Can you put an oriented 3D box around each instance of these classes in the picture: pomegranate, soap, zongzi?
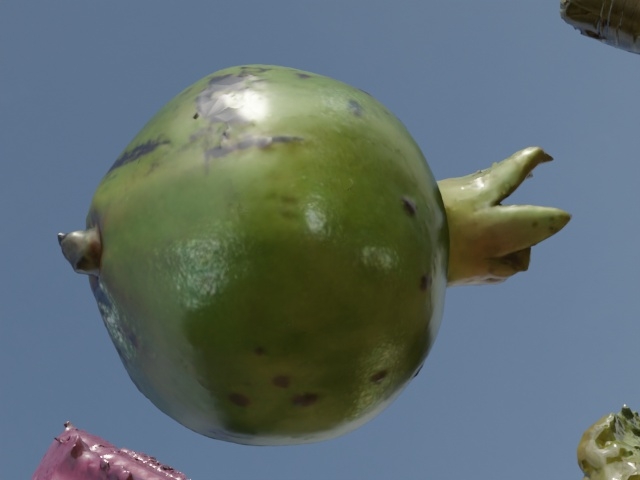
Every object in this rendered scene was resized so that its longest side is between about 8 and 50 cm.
[{"bbox_3d":[0.000,0.000,0.945,0.340,0.260,0.261,-15,-59,-11],"label":"pomegranate"},{"bbox_3d":[-0.170,0.294,1.392,0.220,0.324,0.127,29,-99,-44],"label":"soap"},{"bbox_3d":[0.346,-0.223,1.413,0.081,0.189,0.178,-69,-15,11],"label":"zongzi"}]

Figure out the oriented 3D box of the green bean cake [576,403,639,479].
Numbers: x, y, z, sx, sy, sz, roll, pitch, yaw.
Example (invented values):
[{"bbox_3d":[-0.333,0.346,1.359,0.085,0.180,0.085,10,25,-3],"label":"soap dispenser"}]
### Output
[{"bbox_3d":[0.363,0.266,1.286,0.124,0.236,0.233,26,-118,-65],"label":"green bean cake"}]
